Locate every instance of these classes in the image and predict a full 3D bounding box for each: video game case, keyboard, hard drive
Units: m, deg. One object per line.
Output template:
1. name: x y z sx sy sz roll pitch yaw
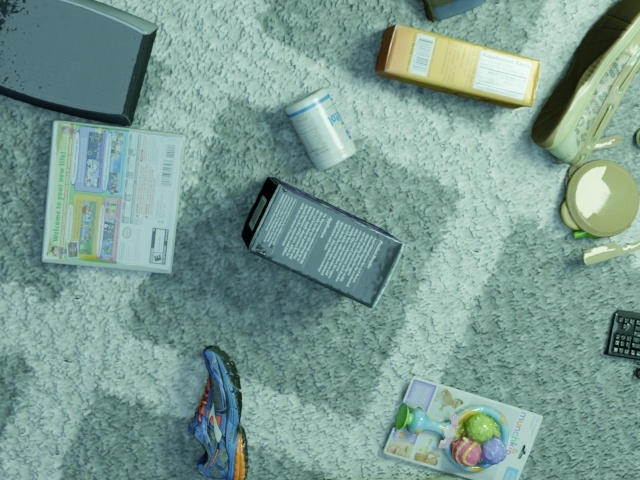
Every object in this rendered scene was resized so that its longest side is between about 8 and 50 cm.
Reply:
1. video game case: -0.307 -0.063 1.553 0.193 0.023 0.212 6 99 -9
2. keyboard: 0.556 0.179 1.710 0.180 0.023 0.108 10 97 -8
3. hard drive: -0.376 -0.271 1.495 0.255 0.054 0.172 16 96 -10

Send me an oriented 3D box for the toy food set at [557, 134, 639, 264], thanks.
1. toy food set: 0.439 -0.065 1.653 0.132 0.038 0.192 -13 89 -11

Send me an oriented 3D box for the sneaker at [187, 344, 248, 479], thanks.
1. sneaker: -0.162 0.269 1.597 0.087 0.083 0.221 -6 97 -2

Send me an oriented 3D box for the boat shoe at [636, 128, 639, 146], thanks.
1. boat shoe: 0.567 -0.168 1.645 0.135 0.045 0.050 -10 100 -6

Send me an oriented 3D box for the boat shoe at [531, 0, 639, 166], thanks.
1. boat shoe: 0.433 -0.249 1.592 0.089 0.104 0.285 32 99 -19

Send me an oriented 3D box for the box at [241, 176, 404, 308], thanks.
1. box: 0.000 0.000 1.540 0.207 0.153 0.108 25 94 -12

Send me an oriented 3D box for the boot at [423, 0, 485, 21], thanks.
1. boot: 0.236 -0.410 1.562 0.219 0.082 0.106 -22 123 -8

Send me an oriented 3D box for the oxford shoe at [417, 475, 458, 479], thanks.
1. oxford shoe: 0.143 0.443 1.651 0.397 0.146 0.140 11 120 7

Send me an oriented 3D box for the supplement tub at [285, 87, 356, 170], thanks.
1. supplement tub: 0.000 -0.166 1.555 0.071 0.071 0.107 -29 102 -3

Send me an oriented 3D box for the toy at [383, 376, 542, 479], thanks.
1. toy: 0.235 0.317 1.669 0.237 0.056 0.136 19 97 -10

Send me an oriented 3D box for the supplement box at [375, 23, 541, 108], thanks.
1. supplement box: 0.206 -0.258 1.566 0.233 0.078 0.080 14 93 -10
